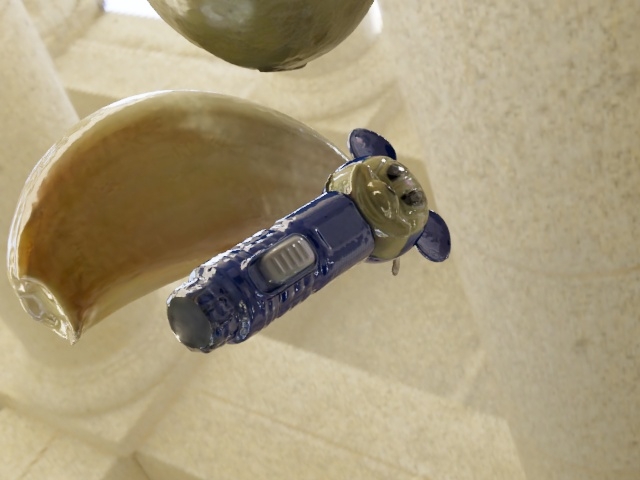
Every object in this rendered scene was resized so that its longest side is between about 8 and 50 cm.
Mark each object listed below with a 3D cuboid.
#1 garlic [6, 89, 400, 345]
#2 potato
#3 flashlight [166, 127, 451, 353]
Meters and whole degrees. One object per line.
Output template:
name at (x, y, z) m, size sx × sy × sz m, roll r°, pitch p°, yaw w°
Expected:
garlic at (-0.083, -0.017, 0.752) m, size 0.244 × 0.145 × 0.164 m, roll -13°, pitch -128°, yaw -10°
potato at (-0.032, -0.189, 0.667) m, size 0.160 × 0.235 × 0.178 m, roll 29°, pitch -92°, yaw 14°
flashlight at (0.000, 0.000, 0.373) m, size 0.121 × 0.057 × 0.035 m, roll -31°, pitch 175°, yaw -44°
